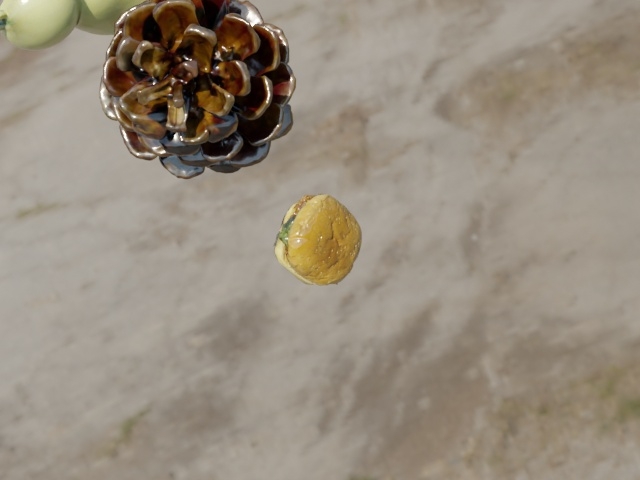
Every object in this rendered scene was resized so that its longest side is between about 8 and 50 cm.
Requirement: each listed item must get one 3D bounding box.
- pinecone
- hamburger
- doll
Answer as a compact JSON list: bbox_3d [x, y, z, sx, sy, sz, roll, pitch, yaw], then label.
[{"bbox_3d":[-0.151,-0.196,1.841,0.244,0.244,0.309,-22,-4,1],"label":"pinecone"},{"bbox_3d":[0.000,0.000,1.335,0.044,0.083,0.076,8,75,45],"label":"hamburger"},{"bbox_3d":[-0.294,-0.308,1.916,0.296,0.117,0.141,-19,-23,-41],"label":"doll"}]
